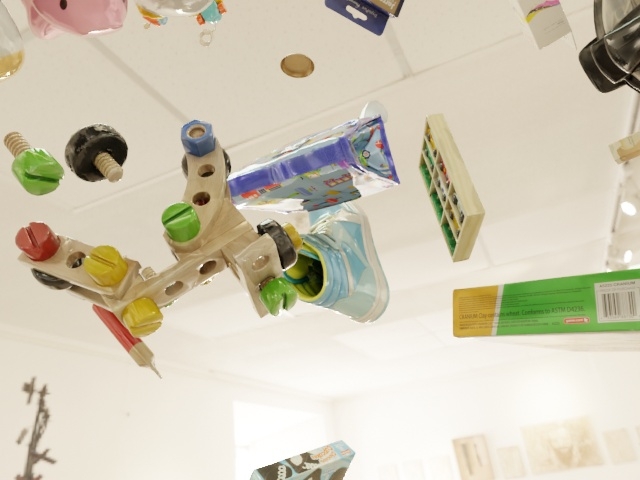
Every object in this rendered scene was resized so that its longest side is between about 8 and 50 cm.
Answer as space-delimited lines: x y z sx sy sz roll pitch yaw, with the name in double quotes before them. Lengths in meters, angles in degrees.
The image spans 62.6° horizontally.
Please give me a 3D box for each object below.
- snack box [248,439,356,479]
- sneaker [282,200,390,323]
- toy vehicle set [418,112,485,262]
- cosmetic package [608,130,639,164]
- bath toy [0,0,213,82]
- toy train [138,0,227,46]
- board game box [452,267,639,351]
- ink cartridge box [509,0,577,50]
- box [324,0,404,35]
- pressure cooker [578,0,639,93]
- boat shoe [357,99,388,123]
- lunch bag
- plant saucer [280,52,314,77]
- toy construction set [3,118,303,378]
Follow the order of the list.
"snack box" -0.062 0.601 1.258 0.322 0.060 0.187 7 -70 -50
"sneaker" 0.000 0.000 1.002 0.208 0.319 0.127 19 -55 -39
"toy vehicle set" 0.260 -0.109 1.078 0.035 0.266 0.166 -10 -34 -3
"cosmetic package" 0.915 -0.276 1.540 0.115 0.060 0.041 -29 -30 35
"bath toy" -0.220 -0.213 0.418 0.348 0.151 0.129 -31 -6 -34
"toy train" -0.253 -0.430 0.995 0.166 0.125 0.046 27 6 10
"board game box" 0.366 0.104 0.685 0.317 0.064 0.242 14 -18 -38
"ink cartridge box" 0.416 -0.449 1.017 0.067 0.115 0.198 -28 -63 22
"box" 0.107 -0.492 0.921 0.137 0.036 0.225 16 -77 -30
"pressure cooker" 0.644 -0.396 0.811 0.420 0.376 0.369 -27 -48 -43
"boat shoe" 0.127 -0.317 1.496 0.080 0.228 0.076 40 -45 -18
"lunch bag" -0.017 -0.111 0.857 0.221 0.138 0.293 -14 6 21
"plant saucer" -0.055 -0.424 1.267 0.084 0.015 0.083 2 -24 1
"toy construction set" -0.158 0.048 0.580 0.257 0.237 0.308 -26 -30 -43
